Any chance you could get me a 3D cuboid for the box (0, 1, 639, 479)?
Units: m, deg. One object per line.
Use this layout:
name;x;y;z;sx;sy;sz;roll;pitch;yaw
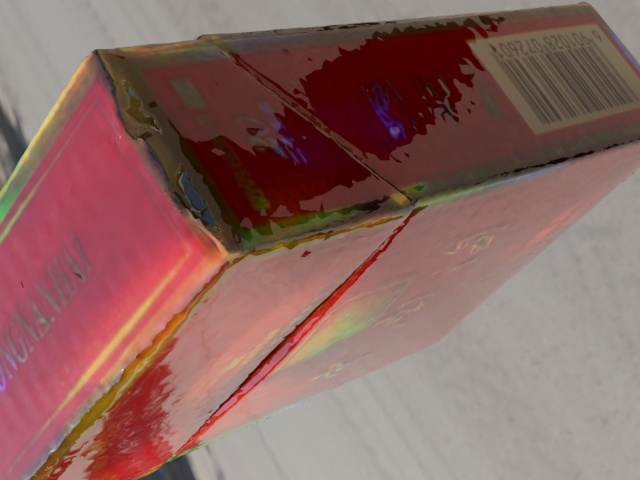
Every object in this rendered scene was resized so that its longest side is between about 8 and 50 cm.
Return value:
box;0.000;0.000;0.534;0.197;0.313;0.089;-45;71;38
